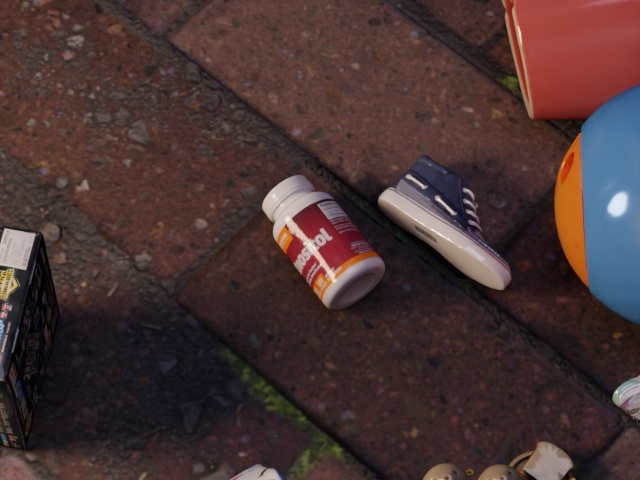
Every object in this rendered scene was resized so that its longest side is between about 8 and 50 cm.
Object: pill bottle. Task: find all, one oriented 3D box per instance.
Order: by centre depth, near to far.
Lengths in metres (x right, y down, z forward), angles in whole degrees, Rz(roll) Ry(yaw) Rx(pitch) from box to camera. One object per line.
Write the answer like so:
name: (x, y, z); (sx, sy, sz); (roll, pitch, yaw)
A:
pill bottle: (0.000, 0.000, 2.063); (0.086, 0.086, 0.152); (-32, 67, -15)

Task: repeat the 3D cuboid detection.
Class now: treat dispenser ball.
treat dispenser ball: (0.405, -0.040, 1.971); (0.288, 0.288, 0.288); (0, 63, 0)

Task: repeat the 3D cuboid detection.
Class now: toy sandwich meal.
toy sandwich meal: (0.245, 0.265, 1.961); (0.086, 0.029, 0.085); (0, 63, 0)

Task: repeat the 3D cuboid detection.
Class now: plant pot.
plant pot: (0.349, -0.263, 2.114); (0.243, 0.275, 0.275); (-12, 63, 4)

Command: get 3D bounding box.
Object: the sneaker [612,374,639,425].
sneaker: (0.387, 0.172, 2.007); (0.098, 0.038, 0.069); (-39, 71, -8)

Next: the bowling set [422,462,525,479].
bowling set: (0.110, 0.298, 1.850); (0.287, 0.200, 0.154); (-24, 63, -12)

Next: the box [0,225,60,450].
box: (-0.334, 0.110, 1.931); (0.051, 0.220, 0.175); (9, 64, 2)

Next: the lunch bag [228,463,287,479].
lunch bag: (-0.029, 0.359, 1.723); (0.115, 0.243, 0.303); (-28, 90, -7)

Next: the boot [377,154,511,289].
boot: (0.165, -0.025, 2.085); (0.190, 0.069, 0.086); (37, 71, 18)
